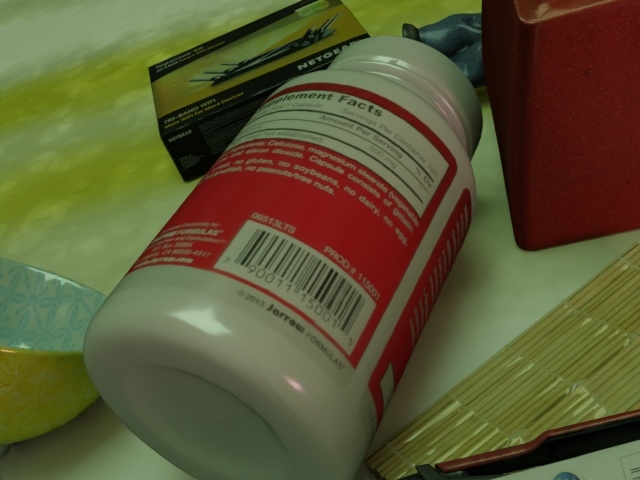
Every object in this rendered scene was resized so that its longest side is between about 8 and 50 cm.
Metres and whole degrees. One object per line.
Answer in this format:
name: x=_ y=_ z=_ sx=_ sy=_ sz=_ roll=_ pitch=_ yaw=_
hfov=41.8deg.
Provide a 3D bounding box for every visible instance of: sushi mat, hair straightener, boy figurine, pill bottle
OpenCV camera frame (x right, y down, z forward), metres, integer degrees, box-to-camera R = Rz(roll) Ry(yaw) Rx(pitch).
sushi mat: x=0.198 y=0.120 z=0.649 sx=0.316 sy=0.019 sz=0.151 roll=-35 pitch=38 yaw=-14
hair straightener: x=0.138 y=0.172 z=0.564 sx=0.230 sy=0.047 sz=0.089 roll=-13 pitch=39 yaw=14
boy figurine: x=0.242 y=-0.246 z=1.005 sx=0.285 sy=0.092 sz=0.177 roll=-11 pitch=71 yaw=14
pill bottle: x=0.000 y=0.000 z=0.733 sx=0.229 sy=0.229 sz=0.407 roll=3 pitch=43 yaw=32

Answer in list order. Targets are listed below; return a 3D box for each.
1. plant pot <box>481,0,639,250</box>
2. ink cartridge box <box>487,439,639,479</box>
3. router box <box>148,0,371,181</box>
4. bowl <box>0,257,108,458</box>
plant pot: x=0.275 y=-0.187 z=0.766 sx=0.267 sy=0.236 sz=0.267 roll=-13 pitch=50 yaw=15
ink cartridge box: x=0.189 y=0.220 z=0.357 sx=0.395 sy=0.151 sz=0.270 roll=-21 pitch=26 yaw=19
router box: x=-0.083 y=-0.230 z=1.191 sx=0.309 sy=0.081 sz=0.243 roll=-24 pitch=36 yaw=0
bowl: x=-0.337 y=0.120 z=0.804 sx=0.289 sy=0.289 sz=0.156 roll=26 pitch=101 yaw=46
